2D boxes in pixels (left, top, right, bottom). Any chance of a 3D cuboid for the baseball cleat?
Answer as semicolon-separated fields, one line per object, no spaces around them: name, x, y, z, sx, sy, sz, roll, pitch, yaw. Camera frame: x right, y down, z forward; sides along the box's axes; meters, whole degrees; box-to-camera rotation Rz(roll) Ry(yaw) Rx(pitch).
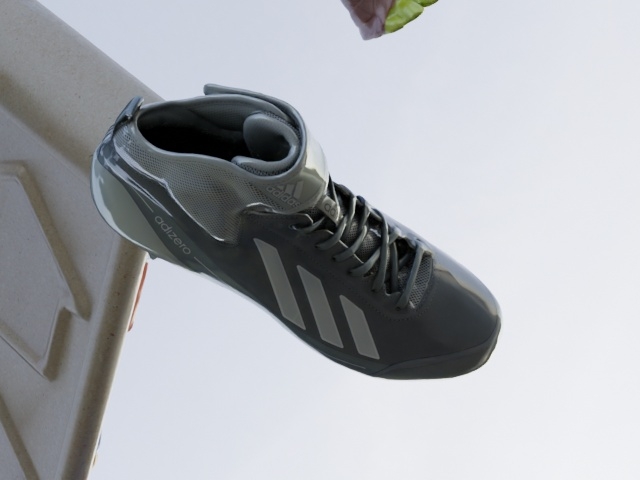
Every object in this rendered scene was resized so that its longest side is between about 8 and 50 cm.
baseball cleat;0.000;0.000;0.773;0.205;0.072;0.109;21;-28;-13

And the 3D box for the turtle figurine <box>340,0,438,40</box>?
turtle figurine;-0.009;-0.216;0.969;0.087;0.269;0.217;-25;-71;34

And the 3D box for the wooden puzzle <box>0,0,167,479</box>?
wooden puzzle;-0.211;0.010;1.020;0.080;0.322;0.348;-12;-49;-48
